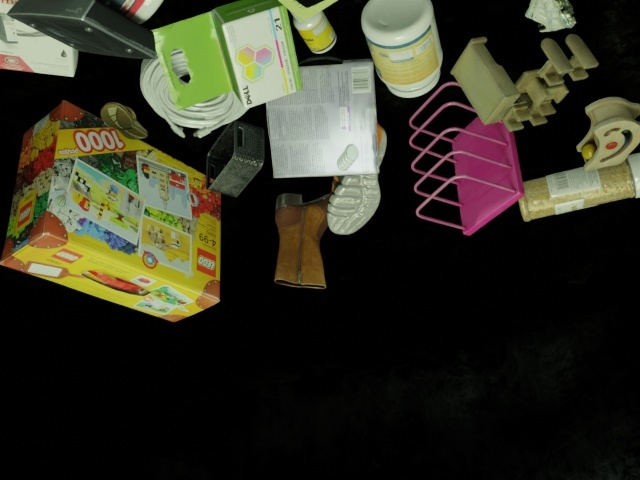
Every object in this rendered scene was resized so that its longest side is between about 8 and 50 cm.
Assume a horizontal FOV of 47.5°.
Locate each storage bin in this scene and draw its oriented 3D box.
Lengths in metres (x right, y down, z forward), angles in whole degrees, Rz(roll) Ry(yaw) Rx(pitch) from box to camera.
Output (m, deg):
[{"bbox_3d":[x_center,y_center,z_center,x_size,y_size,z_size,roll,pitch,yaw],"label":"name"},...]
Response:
[{"bbox_3d":[-0.216,-0.205,1.834,0.084,0.122,0.180,14,146,-28],"label":"storage bin"}]

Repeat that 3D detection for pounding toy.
[{"bbox_3d":[0.739,-0.254,1.819,0.154,0.155,0.269,-2,151,-11],"label":"pounding toy"}]

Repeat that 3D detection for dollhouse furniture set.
[{"bbox_3d":[0.447,-0.373,1.641,0.242,0.161,0.212,-15,157,-26],"label":"dollhouse furniture set"}]

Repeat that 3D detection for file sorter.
[{"bbox_3d":[0.331,-0.201,1.738,0.182,0.291,0.202,15,146,-24],"label":"file sorter"}]

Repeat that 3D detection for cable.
[{"bbox_3d":[-0.266,-0.351,1.607,0.257,0.089,0.257,-16,148,20],"label":"cable"}]

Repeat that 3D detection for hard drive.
[{"bbox_3d":[-0.416,-0.377,1.275,0.254,0.054,0.172,17,178,40],"label":"hard drive"}]

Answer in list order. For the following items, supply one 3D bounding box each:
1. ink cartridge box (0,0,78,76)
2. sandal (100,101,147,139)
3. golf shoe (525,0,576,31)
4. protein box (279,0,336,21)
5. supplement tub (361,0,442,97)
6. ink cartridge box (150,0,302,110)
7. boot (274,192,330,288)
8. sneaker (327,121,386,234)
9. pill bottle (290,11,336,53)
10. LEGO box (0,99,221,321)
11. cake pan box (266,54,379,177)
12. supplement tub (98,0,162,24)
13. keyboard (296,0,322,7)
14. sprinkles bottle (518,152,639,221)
[{"bbox_3d":[-0.561,-0.433,1.423,0.158,0.092,0.218,4,148,-14],"label":"ink cartridge box"},{"bbox_3d":[-0.467,-0.293,1.736,0.072,0.049,0.180,-3,166,11],"label":"sandal"},{"bbox_3d":[0.453,-0.480,1.481,0.086,0.069,0.176,-16,148,33],"label":"golf shoe"},{"bbox_3d":[-0.021,-0.530,1.262,0.199,0.136,0.201,-23,146,32],"label":"protein box"},{"bbox_3d":[0.173,-0.405,1.499,0.144,0.144,0.200,-11,150,13],"label":"supplement tub"},{"bbox_3d":[-0.183,-0.359,1.453,0.255,0.097,0.189,-22,130,-11],"label":"ink cartridge box"},{"bbox_3d":[0.000,0.000,2.061,0.264,0.281,0.096,5,150,-15],"label":"boot"},{"bbox_3d":[0.080,-0.183,1.820,0.124,0.180,0.321,7,121,-18],"label":"sneaker"},{"bbox_3d":[-0.017,-0.444,1.490,0.065,0.065,0.116,-15,148,19],"label":"pill bottle"},{"bbox_3d":[-0.497,-0.055,1.818,0.193,0.373,0.500,-25,145,33],"label":"LEGO box"},{"bbox_3d":[0.005,-0.276,1.632,0.245,0.070,0.267,-4,109,5],"label":"cake pan box"},{"bbox_3d":[-0.392,-0.501,1.216,0.272,0.191,0.191,20,143,-36],"label":"supplement tub"},{"bbox_3d":[0.034,-0.460,1.234,0.192,0.038,0.100,-18,171,23],"label":"keyboard"},{"bbox_3d":[0.738,-0.148,2.045,0.355,0.121,0.121,-13,149,17],"label":"sprinkles bottle"}]
